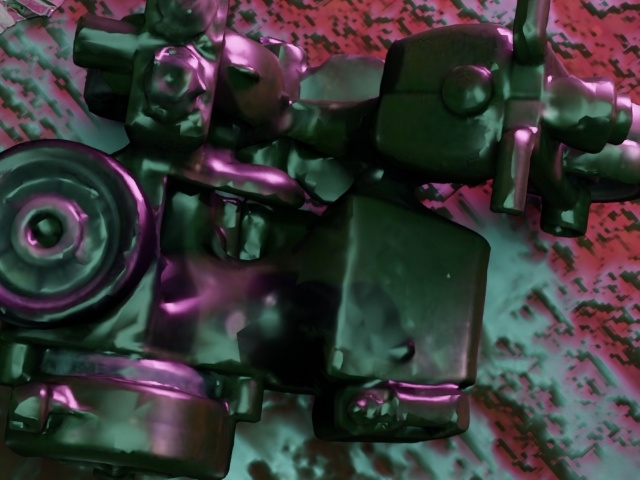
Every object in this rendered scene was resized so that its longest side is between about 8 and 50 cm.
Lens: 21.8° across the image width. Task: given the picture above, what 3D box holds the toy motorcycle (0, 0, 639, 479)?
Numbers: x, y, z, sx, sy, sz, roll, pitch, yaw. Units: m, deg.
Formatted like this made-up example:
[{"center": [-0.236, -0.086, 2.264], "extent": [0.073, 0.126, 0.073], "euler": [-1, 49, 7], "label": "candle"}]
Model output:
[{"center": [0.000, 0.000, 0.651], "extent": [0.275, 0.127, 0.205], "euler": [8, 78, -4], "label": "toy motorcycle"}]

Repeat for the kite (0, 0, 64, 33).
[{"center": [-0.161, -0.075, 0.698], "extent": [0.137, 0.005, 0.152], "euler": [-30, 88, -11], "label": "kite"}]
